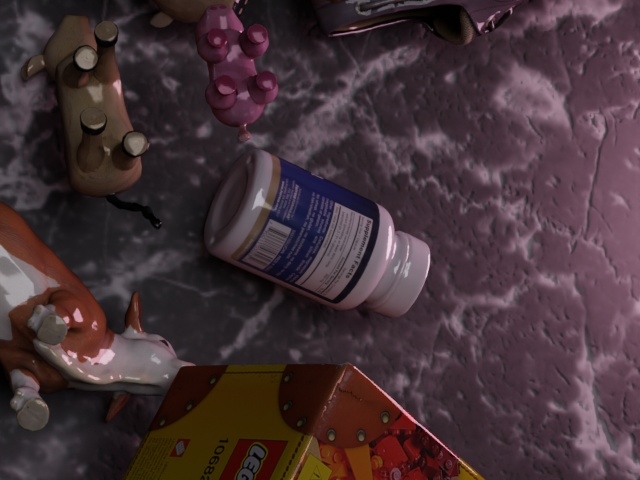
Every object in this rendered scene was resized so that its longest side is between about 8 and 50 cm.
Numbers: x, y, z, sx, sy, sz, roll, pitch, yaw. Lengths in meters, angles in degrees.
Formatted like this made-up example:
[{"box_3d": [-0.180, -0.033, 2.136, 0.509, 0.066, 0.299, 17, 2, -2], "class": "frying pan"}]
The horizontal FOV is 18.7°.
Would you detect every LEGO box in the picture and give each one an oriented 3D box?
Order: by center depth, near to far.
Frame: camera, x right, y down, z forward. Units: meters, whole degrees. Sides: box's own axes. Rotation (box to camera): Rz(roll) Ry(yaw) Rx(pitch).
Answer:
[{"box_3d": [-0.028, 0.390, 1.350, 0.372, 0.193, 0.500, 42, 62, -30], "class": "LEGO box"}]

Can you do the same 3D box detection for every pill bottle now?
[{"box_3d": [0.000, 0.000, 1.564, 0.169, 0.094, 0.094, 25, 68, -21], "class": "pill bottle"}]

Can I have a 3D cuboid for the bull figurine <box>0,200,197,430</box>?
[{"box_3d": [-0.226, 0.040, 1.405, 0.310, 0.188, 0.101, 39, 95, -6], "class": "bull figurine"}]

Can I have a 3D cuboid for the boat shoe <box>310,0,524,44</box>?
[{"box_3d": [0.118, -0.214, 1.679, 0.285, 0.103, 0.092, -2, 84, -24], "class": "boat shoe"}]

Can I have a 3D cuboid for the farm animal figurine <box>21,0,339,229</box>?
[{"box_3d": [-0.142, -0.213, 1.512, 0.327, 0.172, 0.330, 44, 69, 2], "class": "farm animal figurine"}]
